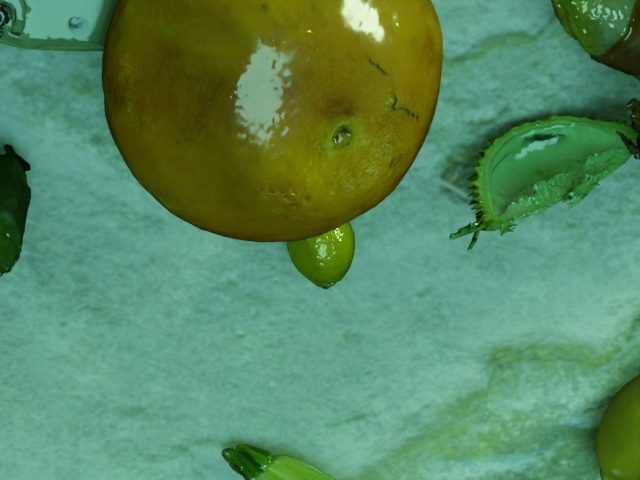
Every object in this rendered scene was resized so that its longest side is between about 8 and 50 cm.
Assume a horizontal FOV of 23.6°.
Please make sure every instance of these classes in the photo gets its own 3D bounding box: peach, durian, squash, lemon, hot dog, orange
[{"bbox_3d":[0.362,0.205,1.547,0.179,0.103,0.179,-1,115,-2],"label":"peach"},{"bbox_3d":[0.196,-0.057,1.398,0.215,0.100,0.086,-29,111,-11],"label":"durian"},{"bbox_3d":[-0.015,0.266,1.528,0.200,0.075,0.090,36,130,-20],"label":"squash"},{"bbox_3d":[0.000,0.000,1.415,0.065,0.065,0.092,-14,98,-3],"label":"lemon"},{"bbox_3d":[0.294,-0.198,1.357,0.261,0.093,0.123,27,84,-20],"label":"hot dog"},{"bbox_3d":[-0.037,-0.133,1.245,0.283,0.226,0.284,-15,122,-26],"label":"orange"}]

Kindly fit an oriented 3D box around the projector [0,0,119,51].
[{"bbox_3d":[-0.274,-0.249,1.242,0.269,0.088,0.194,19,107,-17],"label":"projector"}]

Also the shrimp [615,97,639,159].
[{"bbox_3d":[0.377,-0.079,1.391,0.152,0.063,0.287,-30,144,26],"label":"shrimp"}]

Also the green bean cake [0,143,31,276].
[{"bbox_3d":[-0.402,-0.025,1.285,0.247,0.156,0.250,-41,114,11],"label":"green bean cake"}]
